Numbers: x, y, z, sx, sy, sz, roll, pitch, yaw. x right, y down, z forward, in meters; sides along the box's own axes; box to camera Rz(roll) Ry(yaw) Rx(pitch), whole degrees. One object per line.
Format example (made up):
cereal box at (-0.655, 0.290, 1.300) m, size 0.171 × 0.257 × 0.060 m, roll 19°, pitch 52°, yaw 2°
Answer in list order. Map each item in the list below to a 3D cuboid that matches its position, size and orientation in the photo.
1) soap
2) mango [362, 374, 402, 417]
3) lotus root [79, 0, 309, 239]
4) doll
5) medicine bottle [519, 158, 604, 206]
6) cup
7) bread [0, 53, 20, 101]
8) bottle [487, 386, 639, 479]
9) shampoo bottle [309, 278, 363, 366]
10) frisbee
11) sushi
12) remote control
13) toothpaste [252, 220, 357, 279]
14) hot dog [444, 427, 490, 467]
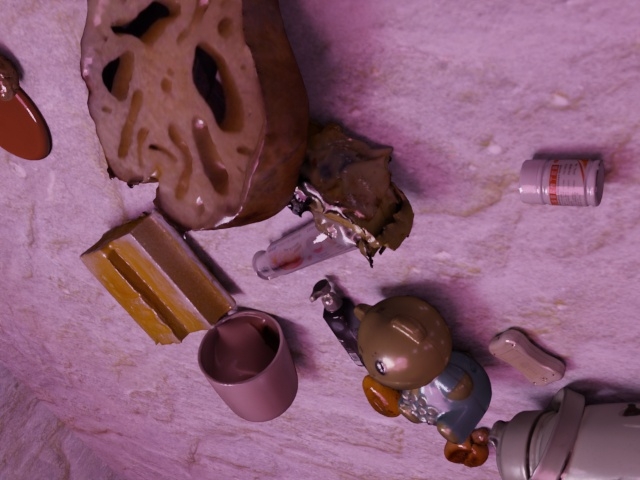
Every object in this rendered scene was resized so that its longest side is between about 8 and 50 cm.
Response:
soap at (-0.358, 0.085, 1.369) m, size 0.259 × 0.143 × 0.281 m, roll -18°, pitch 115°, yaw 44°
mango at (0.134, 0.337, 1.347) m, size 0.114 × 0.057 × 0.079 m, roll 49°, pitch 146°, yaw -7°
lotus root at (-0.173, -0.204, 0.816) m, size 0.390 × 0.111 × 0.374 m, roll 45°, pitch 129°, yaw 21°
doll at (0.173, 0.209, 1.076) m, size 0.260 × 0.161 × 0.177 m, roll 48°, pitch 163°, yaw -22°
medicine bottle at (0.292, -0.070, 0.750) m, size 0.089 × 0.057 × 0.057 m, roll 6°, pitch 136°, yaw 33°
cup at (-0.169, 0.277, 1.421) m, size 0.253 × 0.192 × 0.200 m, roll 44°, pitch 160°, yaw 41°
bread at (-0.612, -0.316, 1.151) m, size 0.113 × 0.060 × 0.082 m, roll 27°, pitch 129°, yaw -3°
bottle at (0.440, 0.358, 1.015) m, size 0.352 × 0.229 × 0.229 m, roll -10°, pitch 126°, yaw 48°
shampoo bottle at (0.044, 0.160, 1.200) m, size 0.057 × 0.063 × 0.207 m, roll -12°, pitch 125°, yaw 33°
frisbee at (-0.667, -0.266, 1.291) m, size 0.251 × 0.021 × 0.250 m, roll 22°, pitch 142°, yaw 18°
sushi at (0.009, -0.092, 0.896) m, size 0.291 × 0.139 × 0.131 m, roll 35°, pitch 151°, yaw 15°
remote control at (0.345, 0.196, 1.038) m, size 0.122 × 0.032 × 0.074 m, roll 36°, pitch 144°, yaw -4°
toothpaste at (0.000, 0.000, 1.054) m, size 0.323 × 0.066 × 0.100 m, roll -23°, pitch 115°, yaw 44°
hot dog at (0.316, 0.442, 1.328) m, size 0.090 × 0.060 × 0.140 m, roll 19°, pitch 149°, yaw 12°
